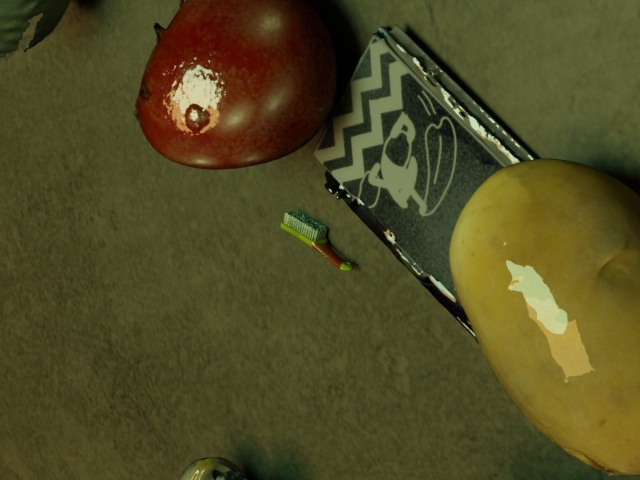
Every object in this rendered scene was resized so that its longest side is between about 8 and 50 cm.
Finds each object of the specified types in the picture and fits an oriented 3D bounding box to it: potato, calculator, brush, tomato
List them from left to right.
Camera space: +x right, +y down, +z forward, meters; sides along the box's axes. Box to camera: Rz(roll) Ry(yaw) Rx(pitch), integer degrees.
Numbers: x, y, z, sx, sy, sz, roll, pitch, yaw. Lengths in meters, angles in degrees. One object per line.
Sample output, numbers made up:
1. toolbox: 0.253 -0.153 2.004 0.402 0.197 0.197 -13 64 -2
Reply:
1. tomato: -0.060 -0.130 1.366 0.167 0.167 0.167 25 125 41
2. brush: 0.000 0.000 1.456 0.083 0.019 0.021 37 123 35
3. calculator: 0.106 -0.028 1.315 0.274 0.028 0.165 47 134 21
4. potato: 0.184 0.050 1.170 0.234 0.150 0.146 56 174 3

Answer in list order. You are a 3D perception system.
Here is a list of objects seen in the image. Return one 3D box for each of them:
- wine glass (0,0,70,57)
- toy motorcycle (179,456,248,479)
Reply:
1. wine glass: -0.271 -0.329 1.490 0.190 0.190 0.357 50 134 21
2. toy motorcycle: -0.077 0.292 1.640 0.130 0.094 0.229 34 144 41
